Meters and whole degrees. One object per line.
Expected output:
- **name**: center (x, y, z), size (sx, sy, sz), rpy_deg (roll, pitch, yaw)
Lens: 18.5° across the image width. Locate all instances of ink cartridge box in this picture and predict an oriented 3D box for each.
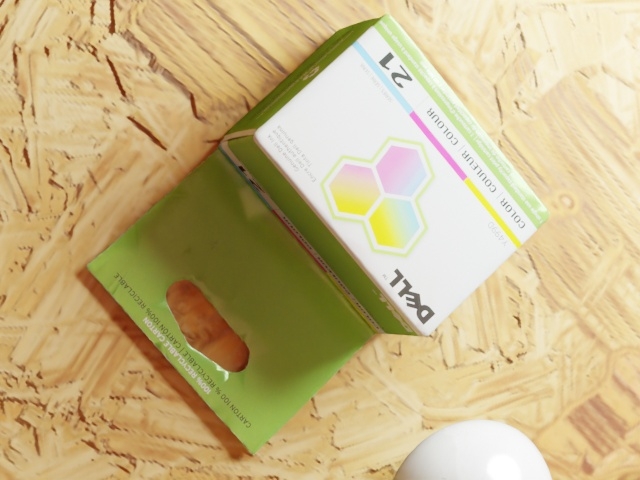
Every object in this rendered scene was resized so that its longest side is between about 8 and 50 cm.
- **ink cartridge box**: center (0.000, 0.000, 1.356), size (0.255, 0.097, 0.189), rpy_deg (-44, 102, -15)

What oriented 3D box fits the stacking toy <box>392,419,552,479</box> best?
- **stacking toy**: center (0.032, 0.320, 1.293), size (0.350, 0.350, 0.480), rpy_deg (37, 54, -14)
